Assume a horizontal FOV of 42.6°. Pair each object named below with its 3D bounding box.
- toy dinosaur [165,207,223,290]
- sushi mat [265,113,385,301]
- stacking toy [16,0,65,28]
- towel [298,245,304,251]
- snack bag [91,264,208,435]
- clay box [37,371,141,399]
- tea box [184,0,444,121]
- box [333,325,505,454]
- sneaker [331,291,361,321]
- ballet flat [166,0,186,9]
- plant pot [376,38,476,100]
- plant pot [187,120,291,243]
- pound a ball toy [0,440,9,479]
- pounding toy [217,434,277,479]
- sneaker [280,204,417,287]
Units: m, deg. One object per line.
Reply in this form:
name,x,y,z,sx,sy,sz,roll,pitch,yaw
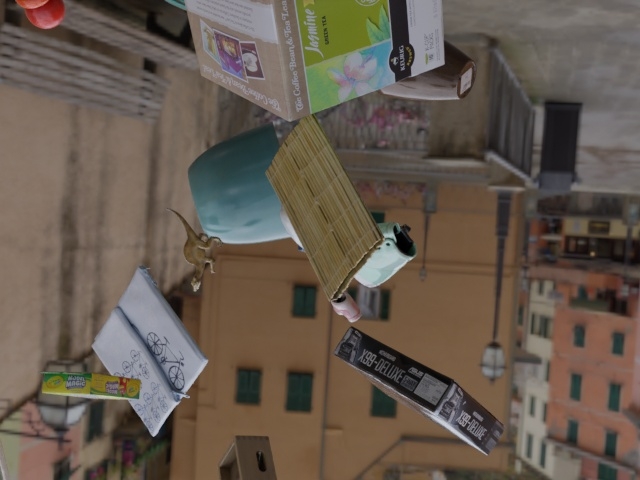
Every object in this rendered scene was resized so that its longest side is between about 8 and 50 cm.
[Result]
toy dinosaur,-0.256,0.010,1.713,0.053,0.183,0.093,-14,-178,39
sushi mat,0.000,-0.065,1.386,0.019,0.151,0.316,9,-139,-40
stacking toy,-0.647,-0.586,1.777,0.141,0.141,0.330,4,156,13
towel,0.000,0.000,2.255,0.120,0.067,0.029,2,-157,-17
snack bag,-0.439,0.284,2.087,0.037,0.323,0.342,-16,151,-49
clay box,-0.516,0.324,1.833,0.128,0.053,0.222,-3,167,21
tea box,-0.019,-0.388,1.404,0.324,0.220,0.329,-26,-145,-24
box,0.205,0.313,1.721,0.307,0.076,0.242,23,166,48
sneaker,0.052,0.147,1.982,0.051,0.070,0.134,-40,-161,-6
ballet flat,-0.294,-0.609,2.111,0.247,0.087,0.083,31,-173,19
plant pot,0.294,-0.464,2.216,0.230,0.215,0.215,24,-169,28
plant pot,-0.191,-0.123,2.021,0.235,0.293,0.293,-15,-178,-2
pound a ball toy,-0.628,0.315,1.172,0.319,0.135,0.208,17,-151,33
pounding toy,-0.166,0.566,1.819,0.094,0.206,0.181,8,-137,-25
sneaker,0.059,-0.023,1.508,0.256,0.094,0.151,33,135,-22
